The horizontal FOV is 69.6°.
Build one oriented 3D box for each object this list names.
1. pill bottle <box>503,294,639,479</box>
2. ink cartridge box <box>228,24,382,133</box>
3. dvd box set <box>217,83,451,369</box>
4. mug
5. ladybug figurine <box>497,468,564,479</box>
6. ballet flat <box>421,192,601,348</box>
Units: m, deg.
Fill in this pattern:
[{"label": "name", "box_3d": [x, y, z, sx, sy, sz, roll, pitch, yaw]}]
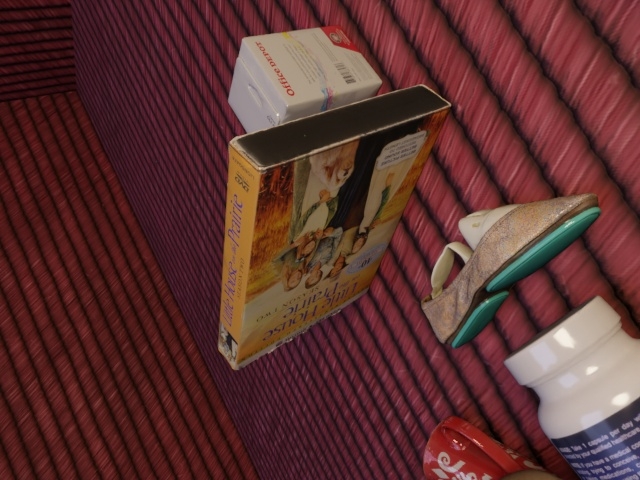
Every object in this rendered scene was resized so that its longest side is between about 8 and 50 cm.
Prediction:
[{"label": "pill bottle", "box_3d": [0.322, 0.196, 0.459, 0.264, 0.153, 0.153, 53, 146, 20]}, {"label": "ink cartridge box", "box_3d": [-0.028, -0.224, 0.696, 0.128, 0.176, 0.127, 58, 148, 14]}, {"label": "dvd box set", "box_3d": [0.000, 0.000, 0.676, 0.062, 0.308, 0.420, 47, 143, 26]}, {"label": "mug", "box_3d": [0.249, 0.351, 0.696, 0.169, 0.113, 0.150, 14, 162, 48]}, {"label": "ladybug figurine", "box_3d": [0.220, 0.410, 0.414, 0.162, 0.449, 0.305, 25, 103, 11]}, {"label": "ballet flat", "box_3d": [0.205, 0.028, 0.582, 0.106, 0.107, 0.316, 58, 147, 28]}]
